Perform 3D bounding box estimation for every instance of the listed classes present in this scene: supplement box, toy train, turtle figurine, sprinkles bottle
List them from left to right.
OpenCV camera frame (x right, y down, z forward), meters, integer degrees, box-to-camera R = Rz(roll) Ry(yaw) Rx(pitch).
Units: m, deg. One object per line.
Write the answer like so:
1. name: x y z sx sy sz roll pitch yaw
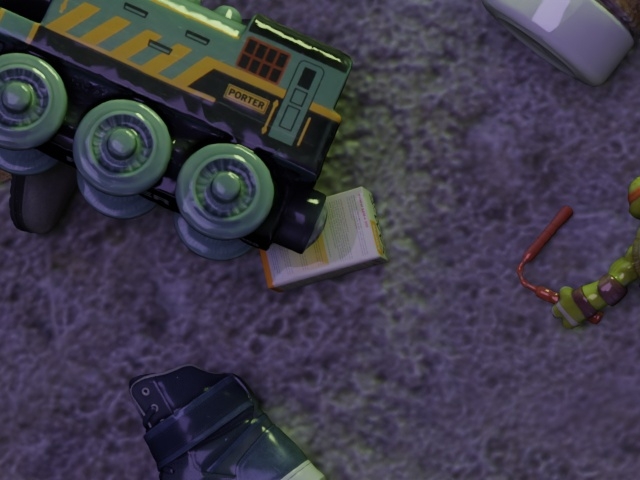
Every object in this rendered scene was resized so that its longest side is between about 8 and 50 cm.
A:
1. toy train: -0.134 -0.114 1.572 0.334 0.142 0.190 24 78 1
2. supplement box: 0.000 0.000 1.623 0.098 0.036 0.062 -15 78 12
3. sprinkles bottle: 0.278 -0.293 1.547 0.121 0.121 0.355 38 93 16
4. turtle figurine: 0.301 0.023 1.514 0.269 0.087 0.217 -30 76 9

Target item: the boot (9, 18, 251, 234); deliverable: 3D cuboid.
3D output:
1. boot: -0.151 -0.096 1.658 0.161 0.083 0.246 24 90 11

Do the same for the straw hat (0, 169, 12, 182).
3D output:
1. straw hat: -0.310 -0.117 1.706 0.144 0.144 0.061 -7 40 14

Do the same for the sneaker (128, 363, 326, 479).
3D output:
1. sneaker: -0.133 0.200 1.597 0.226 0.086 0.163 -38 85 -3
